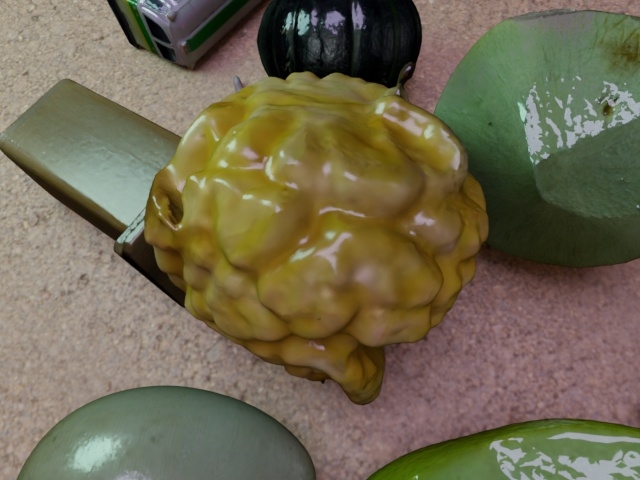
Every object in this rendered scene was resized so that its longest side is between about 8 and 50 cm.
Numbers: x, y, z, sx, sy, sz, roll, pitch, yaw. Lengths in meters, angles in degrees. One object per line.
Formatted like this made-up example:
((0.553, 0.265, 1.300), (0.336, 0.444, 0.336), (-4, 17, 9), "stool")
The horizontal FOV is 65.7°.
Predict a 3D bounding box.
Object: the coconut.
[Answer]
((0.288, -0.117, 0.579), (0.328, 0.281, 0.329), (20, 46, -22), "coconut")

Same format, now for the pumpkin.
((0.027, -0.292, 0.760), (0.249, 0.216, 0.250), (4, 34, -3), "pumpkin")

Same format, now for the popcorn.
((0.000, 0.000, 0.542), (0.348, 0.382, 0.349), (4, 35, -3), "popcorn")

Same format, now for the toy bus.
((-0.209, -0.465, 0.888), (0.179, 0.143, 0.305), (34, 72, 17), "toy bus")

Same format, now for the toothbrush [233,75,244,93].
((-0.102, -0.150, 0.793), (0.029, 0.025, 0.307), (-22, 65, 4), "toothbrush")

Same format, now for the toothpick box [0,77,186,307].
((-0.272, -0.082, 0.699), (0.308, 0.187, 0.190), (29, 72, 22), "toothpick box")

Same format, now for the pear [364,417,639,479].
((0.154, 0.325, 0.442), (0.317, 0.238, 0.343), (5, 71, 22), "pear")

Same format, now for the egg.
((-0.151, 0.259, 0.502), (0.295, 0.218, 0.219), (-2, 64, -8), "egg")
